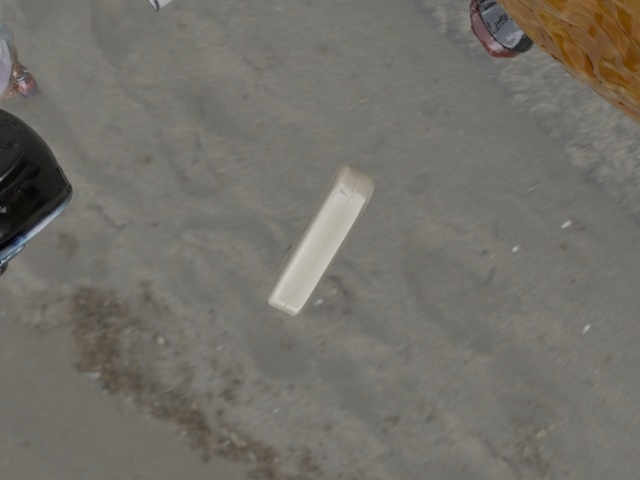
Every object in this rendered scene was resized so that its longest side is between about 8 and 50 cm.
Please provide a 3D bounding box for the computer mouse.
[{"bbox_3d":[-0.244,-0.026,0.833,0.233,0.137,0.096,26,146,36],"label":"computer mouse"}]

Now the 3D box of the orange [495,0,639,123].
[{"bbox_3d":[0.170,-0.192,0.377,0.322,0.322,0.357,44,78,10],"label":"orange"}]

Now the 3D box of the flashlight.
[{"bbox_3d":[0.271,-0.292,1.605,0.232,0.093,0.093,-33,86,42],"label":"flashlight"}]

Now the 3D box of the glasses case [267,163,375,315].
[{"bbox_3d":[0.000,0.000,1.709,0.050,0.083,0.196,28,109,-7],"label":"glasses case"}]

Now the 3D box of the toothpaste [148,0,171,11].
[{"bbox_3d":[-0.006,-0.176,0.635,0.193,0.045,0.071,-34,107,-6],"label":"toothpaste"}]

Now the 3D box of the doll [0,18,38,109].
[{"bbox_3d":[-0.250,-0.129,1.080,0.084,0.127,0.073,21,73,-17],"label":"doll"}]
